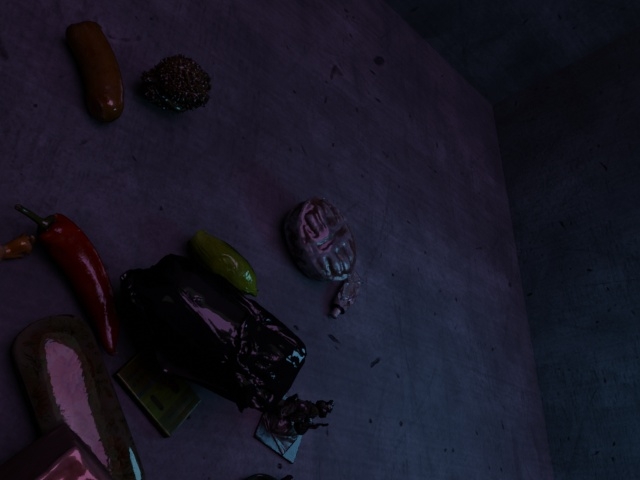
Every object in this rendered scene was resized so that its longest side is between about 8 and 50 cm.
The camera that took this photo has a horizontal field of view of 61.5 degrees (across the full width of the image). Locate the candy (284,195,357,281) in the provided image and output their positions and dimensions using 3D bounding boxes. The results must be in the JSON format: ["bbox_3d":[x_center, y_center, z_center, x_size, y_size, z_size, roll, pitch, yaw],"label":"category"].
[{"bbox_3d":[0.000,0.000,1.761,0.214,0.157,0.289,-35,105,-36],"label":"candy"}]

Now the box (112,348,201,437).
[{"bbox_3d":[-0.379,0.347,1.261,0.193,0.030,0.121,56,40,-12],"label":"box"}]

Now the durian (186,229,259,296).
[{"bbox_3d":[-0.253,0.071,1.460,0.250,0.139,0.101,42,86,-14],"label":"durian"}]

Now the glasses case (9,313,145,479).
[{"bbox_3d":[-0.486,0.356,1.083,0.156,0.098,0.425,-19,86,-43],"label":"glasses case"}]

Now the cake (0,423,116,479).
[{"bbox_3d":[-0.430,0.503,0.859,0.314,0.293,0.307,-37,100,-32],"label":"cake"}]

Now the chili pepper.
[{"bbox_3d":[-0.520,0.069,1.172,0.368,0.092,0.137,60,-3,-14],"label":"chili pepper"}]

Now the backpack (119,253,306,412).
[{"bbox_3d":[-0.262,0.204,1.239,0.446,0.363,0.255,44,75,-14],"label":"backpack"}]

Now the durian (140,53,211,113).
[{"bbox_3d":[-0.409,-0.435,1.506,0.196,0.196,0.167,-8,79,-49],"label":"durian"}]

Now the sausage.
[{"bbox_3d":[-0.575,-0.431,1.394,0.109,0.109,0.270,-8,76,-49],"label":"sausage"}]

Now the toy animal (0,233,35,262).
[{"bbox_3d":[-0.643,0.016,1.111,0.083,0.081,0.060,-9,79,-70],"label":"toy animal"}]

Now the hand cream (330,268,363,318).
[{"bbox_3d":[0.091,0.179,1.857,0.084,0.050,0.257,52,38,-11],"label":"hand cream"}]

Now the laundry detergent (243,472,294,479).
[{"bbox_3d":[-0.145,0.646,1.329,0.144,0.078,0.222,55,39,3],"label":"laundry detergent"}]

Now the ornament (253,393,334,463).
[{"bbox_3d":[-0.047,0.476,1.433,0.166,0.196,0.153,43,43,-23],"label":"ornament"}]
